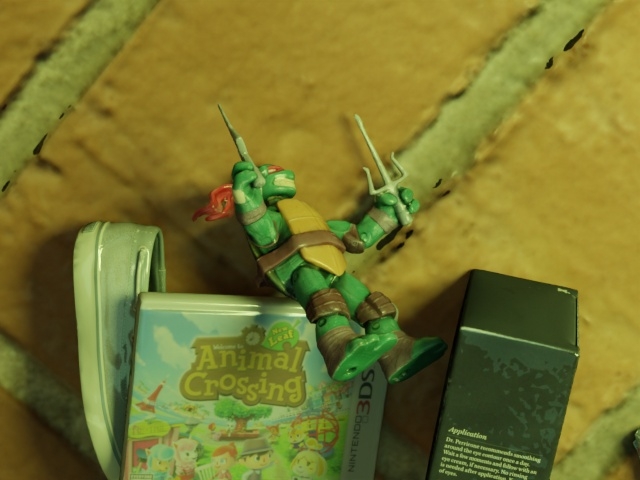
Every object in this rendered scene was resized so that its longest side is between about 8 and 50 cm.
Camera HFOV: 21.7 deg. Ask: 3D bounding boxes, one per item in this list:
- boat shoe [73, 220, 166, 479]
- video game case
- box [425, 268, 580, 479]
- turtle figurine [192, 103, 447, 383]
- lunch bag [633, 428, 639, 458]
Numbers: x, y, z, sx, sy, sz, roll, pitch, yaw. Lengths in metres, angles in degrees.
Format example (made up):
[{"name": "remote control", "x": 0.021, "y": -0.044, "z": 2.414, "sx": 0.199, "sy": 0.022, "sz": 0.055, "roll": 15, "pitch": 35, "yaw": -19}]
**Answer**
[{"name": "boat shoe", "x": -0.147, "y": 0.095, "z": 1.360, "sx": 0.081, "sy": 0.079, "sz": 0.227, "roll": -3, "pitch": 102, "yaw": 13}, {"name": "video game case", "x": -0.051, "y": 0.138, "z": 1.351, "sx": 0.212, "sy": 0.023, "sz": 0.193, "roll": 3, "pitch": 107, "yaw": -15}, {"name": "box", "x": 0.140, "y": 0.123, "z": 1.291, "sx": 0.093, "sy": 0.156, "sz": 0.158, "roll": 13, "pitch": 106, "yaw": 5}, {"name": "turtle figurine", "x": 0.000, "y": 0.000, "z": 1.291, "sx": 0.118, "sy": 0.175, "sz": 0.234, "roll": -52, "pitch": 57, "yaw": 41}, {"name": "lunch bag", "x": 0.298, "y": 0.180, "z": 1.340, "sx": 0.083, "sy": 0.053, "sz": 0.071, "roll": -9, "pitch": 106, "yaw": 36}]
